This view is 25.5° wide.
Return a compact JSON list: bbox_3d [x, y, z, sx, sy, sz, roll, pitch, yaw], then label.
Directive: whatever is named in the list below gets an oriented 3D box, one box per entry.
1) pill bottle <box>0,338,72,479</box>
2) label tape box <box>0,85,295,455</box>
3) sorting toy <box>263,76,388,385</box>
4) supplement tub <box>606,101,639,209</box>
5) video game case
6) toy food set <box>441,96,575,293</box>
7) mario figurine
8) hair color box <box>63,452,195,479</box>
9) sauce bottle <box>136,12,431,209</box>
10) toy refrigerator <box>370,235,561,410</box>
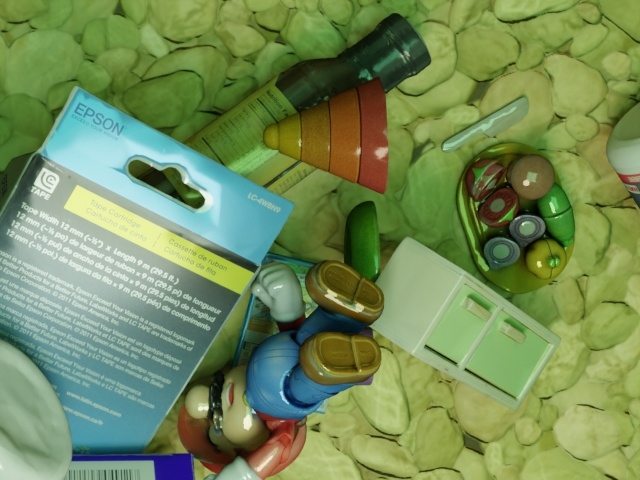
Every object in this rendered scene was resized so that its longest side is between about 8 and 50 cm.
[{"bbox_3d":[-0.382,0.218,1.312,0.278,0.162,0.162,-32,104,17],"label":"pill bottle"},{"bbox_3d":[-0.223,0.038,1.411,0.249,0.115,0.347,27,102,-21],"label":"label tape box"},{"bbox_3d":[0.000,0.000,1.500,0.126,0.127,0.365,0,121,-5],"label":"sorting toy"},{"bbox_3d":[0.466,-0.048,1.598,0.191,0.191,0.272,-37,103,-5],"label":"supplement tub"},{"bbox_3d":[-0.030,0.105,1.607,0.119,0.015,0.166,14,95,-13],"label":"video game case"},{"bbox_3d":[0.226,-0.040,1.610,0.128,0.071,0.217,-23,102,-8],"label":"toy food set"},{"bbox_3d":[-0.068,0.149,1.458,0.170,0.320,0.198,45,47,5],"label":"mario figurine"},{"bbox_3d":[-0.235,0.368,1.476,0.185,0.110,0.338,2,129,-12],"label":"hair color box"},{"bbox_3d":[-0.036,-0.118,1.525,0.344,0.111,0.111,-35,103,-6],"label":"sauce bottle"},{"bbox_3d":[0.158,0.097,1.528,0.102,0.094,0.269,-57,144,0],"label":"toy refrigerator"}]
